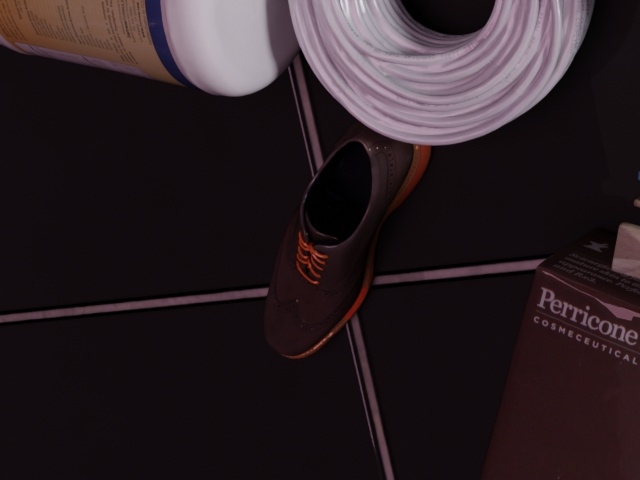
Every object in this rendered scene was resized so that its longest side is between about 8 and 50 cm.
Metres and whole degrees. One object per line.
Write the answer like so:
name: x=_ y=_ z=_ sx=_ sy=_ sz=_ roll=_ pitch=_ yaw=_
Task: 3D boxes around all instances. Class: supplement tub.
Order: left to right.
supplement tub: x=-0.175 y=-0.260 z=1.573 sx=0.316 sy=0.228 sz=0.228 roll=15 pitch=112 yaw=27

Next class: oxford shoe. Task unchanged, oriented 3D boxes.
oxford shoe: x=0.000 y=0.000 z=1.622 sx=0.097 sy=0.098 sz=0.271 roll=34 pitch=119 yaw=18

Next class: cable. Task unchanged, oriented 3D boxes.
cable: x=0.096 y=-0.211 z=1.490 sx=0.257 sy=0.089 sz=0.257 roll=40 pitch=116 yaw=5

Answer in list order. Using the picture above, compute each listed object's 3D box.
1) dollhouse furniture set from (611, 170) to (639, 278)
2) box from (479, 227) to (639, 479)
dollhouse furniture set: x=0.321 y=-0.042 z=1.363 sx=0.129 sy=0.183 sz=0.129 roll=17 pitch=113 yaw=26
box: x=0.243 y=0.205 z=1.516 sx=0.191 sy=0.143 sz=0.381 roll=22 pitch=113 yaw=25
